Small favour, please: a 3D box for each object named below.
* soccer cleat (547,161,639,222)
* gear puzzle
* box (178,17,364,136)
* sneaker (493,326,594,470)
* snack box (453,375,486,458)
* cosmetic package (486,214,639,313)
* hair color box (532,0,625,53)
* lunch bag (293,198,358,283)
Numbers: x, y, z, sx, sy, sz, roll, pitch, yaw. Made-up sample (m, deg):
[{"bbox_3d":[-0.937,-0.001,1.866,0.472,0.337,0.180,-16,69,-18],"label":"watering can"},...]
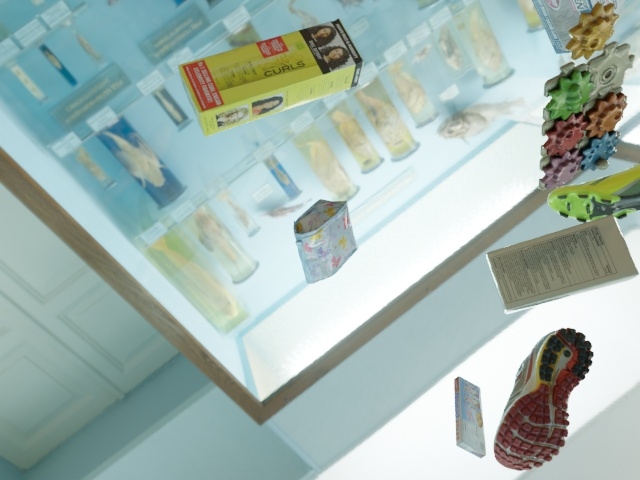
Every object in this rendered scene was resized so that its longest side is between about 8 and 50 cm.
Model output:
[{"bbox_3d":[0.643,-0.110,1.070,0.289,0.093,0.121,-7,-138,36],"label":"soccer cleat"},{"bbox_3d":[0.456,-0.231,0.841,0.176,0.338,0.044,-26,-135,-4],"label":"gear puzzle"},{"bbox_3d":[-0.065,-0.223,0.683,0.232,0.087,0.058,-21,163,-12],"label":"box"},{"bbox_3d":[0.329,0.238,0.754,0.225,0.088,0.092,-58,171,-6],"label":"sneaker"},{"bbox_3d":[0.328,0.384,1.109,0.022,0.064,0.178,-56,-171,35],"label":"snack box"},{"bbox_3d":[0.220,0.024,0.468,0.115,0.041,0.060,-17,-108,15],"label":"cosmetic package"},{"bbox_3d":[0.529,-0.556,0.965,0.105,0.174,0.347,11,-111,48],"label":"hair color box"},{"bbox_3d":[0.000,0.000,0.587,0.053,0.071,0.083,6,-143,34],"label":"lunch bag"}]
